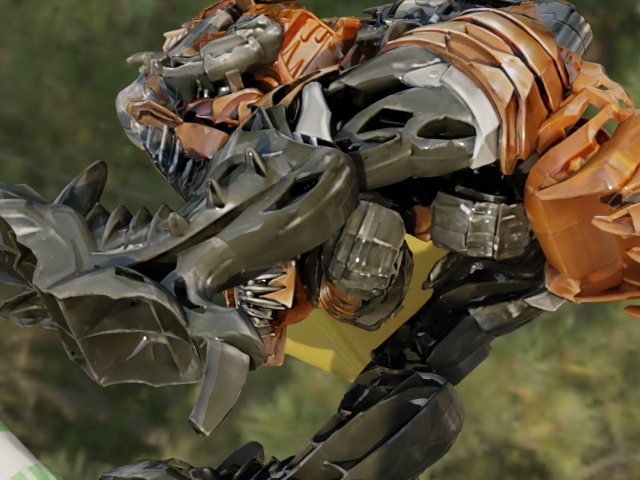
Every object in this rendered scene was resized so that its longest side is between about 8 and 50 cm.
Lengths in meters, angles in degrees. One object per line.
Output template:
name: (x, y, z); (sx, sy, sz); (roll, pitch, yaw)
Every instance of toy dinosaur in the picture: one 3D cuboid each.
toy dinosaur: (0.018, -0.013, 0.585); (0.218, 0.164, 0.322); (-39, 14, -20)

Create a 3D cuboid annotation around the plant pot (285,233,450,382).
plant pot: (0.000, 0.000, 0.815); (0.081, 0.083, 0.081); (20, 70, 45)

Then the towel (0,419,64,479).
towel: (-0.147, 0.231, 0.768); (0.325, 0.248, 0.038); (41, 165, 41)
